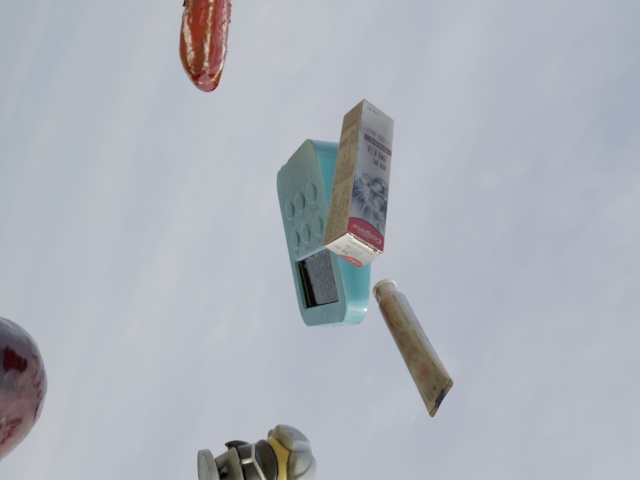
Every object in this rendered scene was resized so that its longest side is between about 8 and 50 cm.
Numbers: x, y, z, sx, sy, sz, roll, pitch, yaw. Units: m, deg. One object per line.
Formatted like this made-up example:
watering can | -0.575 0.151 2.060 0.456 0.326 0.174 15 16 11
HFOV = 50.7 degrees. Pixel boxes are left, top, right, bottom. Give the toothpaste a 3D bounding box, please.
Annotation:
toothpaste | 0.184 0.202 1.372 0.323 0.066 0.100 -113 -142 -49

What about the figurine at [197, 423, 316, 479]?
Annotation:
figurine | -0.120 0.475 1.381 0.133 0.236 0.176 112 -37 -46

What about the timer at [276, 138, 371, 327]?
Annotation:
timer | 0.000 0.000 0.974 0.232 0.091 0.250 150 -59 -69

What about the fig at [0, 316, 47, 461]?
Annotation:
fig | -0.473 0.191 0.851 0.235 0.235 0.214 -55 -138 25

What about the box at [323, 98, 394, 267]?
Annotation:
box | 0.047 -0.071 0.772 0.039 0.055 0.218 -36 -146 41

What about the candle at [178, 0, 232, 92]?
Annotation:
candle | -0.093 -0.294 0.598 0.048 0.051 0.330 -1 -99 24
